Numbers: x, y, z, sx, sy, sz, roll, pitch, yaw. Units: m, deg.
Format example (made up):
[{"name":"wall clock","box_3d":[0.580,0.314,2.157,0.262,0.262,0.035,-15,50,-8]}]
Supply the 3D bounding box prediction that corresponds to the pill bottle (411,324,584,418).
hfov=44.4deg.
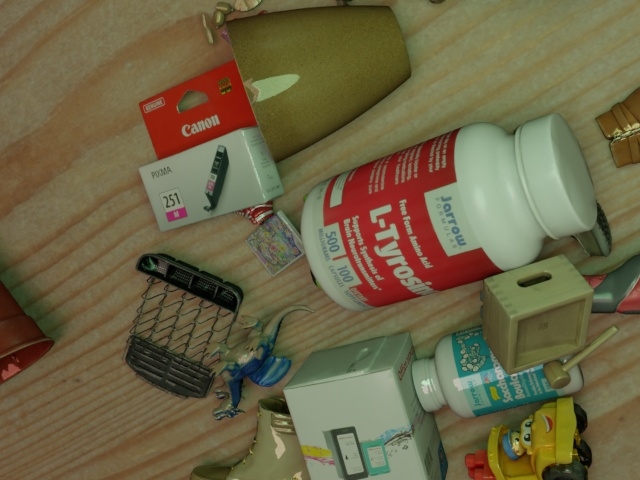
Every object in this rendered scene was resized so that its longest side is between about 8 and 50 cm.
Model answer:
[{"name":"pill bottle","box_3d":[0.292,0.212,1.315,0.264,0.146,0.146,-19,97,17]}]

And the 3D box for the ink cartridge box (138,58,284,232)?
[{"name":"ink cartridge box","box_3d":[-0.211,-0.156,1.356,0.275,0.060,0.239,-13,99,39]}]

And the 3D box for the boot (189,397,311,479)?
[{"name":"boot","box_3d":[-0.124,0.396,1.484,0.262,0.095,0.203,3,101,16]}]

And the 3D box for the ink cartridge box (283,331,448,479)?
[{"name":"ink cartridge box","box_3d":[0.086,0.327,1.364,0.197,0.198,0.270,-14,97,17]}]

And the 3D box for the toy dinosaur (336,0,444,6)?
[{"name":"toy dinosaur","box_3d":[0.088,-0.475,1.240,0.295,0.127,0.200,-1,91,31]}]

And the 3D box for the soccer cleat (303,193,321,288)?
[{"name":"soccer cleat","box_3d":[0.000,0.000,1.392,0.060,0.072,0.179,-16,120,-23]}]

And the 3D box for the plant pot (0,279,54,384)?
[{"name":"plant pot","box_3d":[-0.701,0.154,1.500,0.272,0.272,0.265,-35,84,18]}]

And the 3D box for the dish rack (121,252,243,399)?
[{"name":"dish rack","box_3d":[-0.270,0.171,1.483,0.208,0.074,0.272,23,106,9]}]

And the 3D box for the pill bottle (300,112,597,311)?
[{"name":"pill bottle","box_3d":[0.191,-0.042,1.197,0.407,0.229,0.229,-19,97,32]}]

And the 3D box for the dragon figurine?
[{"name":"dragon figurine","box_3d":[-0.111,0.210,1.431,0.289,0.144,0.085,-40,48,7]}]

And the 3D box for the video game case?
[{"name":"video game case","box_3d":[-0.078,0.007,1.403,0.087,0.011,0.122,53,137,-1]}]

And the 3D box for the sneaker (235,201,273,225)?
[{"name":"sneaker","box_3d":[-0.141,-0.053,1.420,0.118,0.042,0.067,-11,95,14]}]

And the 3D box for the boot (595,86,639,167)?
[{"name":"boot","box_3d":[0.535,-0.147,1.221,0.152,0.073,0.197,-28,82,16]}]

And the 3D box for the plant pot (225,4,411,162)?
[{"name":"plant pot","box_3d":[0.007,-0.278,1.260,0.254,0.237,0.237,-20,97,1]}]

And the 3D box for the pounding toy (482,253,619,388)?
[{"name":"pounding toy","box_3d":[0.337,0.125,1.159,0.181,0.094,0.206,-17,132,-9]}]

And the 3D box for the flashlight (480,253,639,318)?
[{"name":"flashlight","box_3d":[0.406,0.065,1.225,0.304,0.103,0.103,0,119,17]}]

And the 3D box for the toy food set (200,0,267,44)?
[{"name":"toy food set","box_3d":[-0.143,-0.382,1.364,0.122,0.019,0.078,-13,99,8]}]

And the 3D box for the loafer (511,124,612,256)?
[{"name":"loafer","box_3d":[0.377,-0.069,1.273,0.087,0.094,0.251,-39,86,30]}]

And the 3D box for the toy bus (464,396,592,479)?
[{"name":"toy bus","box_3d":[0.344,0.373,1.318,0.211,0.149,0.220,-1,128,22]}]
